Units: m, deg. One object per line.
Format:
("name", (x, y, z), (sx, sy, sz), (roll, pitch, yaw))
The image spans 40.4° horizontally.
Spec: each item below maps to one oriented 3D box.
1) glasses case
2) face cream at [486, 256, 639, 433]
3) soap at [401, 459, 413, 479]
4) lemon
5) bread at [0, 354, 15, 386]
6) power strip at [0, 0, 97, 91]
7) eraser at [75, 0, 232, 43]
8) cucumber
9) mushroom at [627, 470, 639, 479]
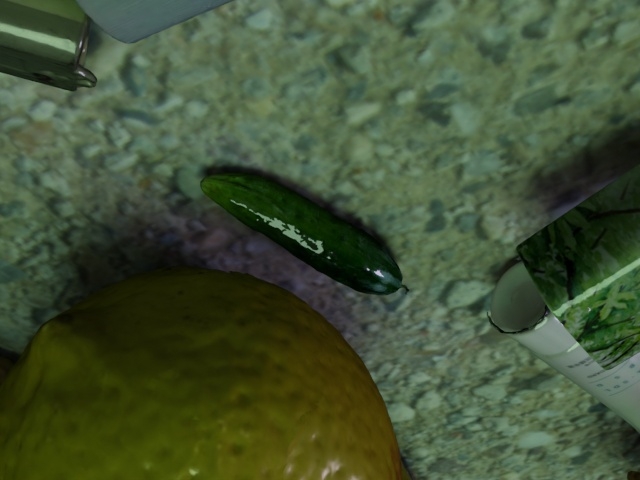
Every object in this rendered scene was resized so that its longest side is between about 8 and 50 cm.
("glasses case", (0.248, -0.031, 0.468), (0.272, 0.062, 0.095), (-37, 127, 17))
("face cream", (0.215, 0.086, 0.630), (0.244, 0.058, 0.092), (30, 115, -33))
("soap", (0.018, 0.274, 0.794), (0.174, 0.089, 0.274), (-15, 133, 15))
("lemon", (-0.073, 0.143, 0.544), (0.268, 0.267, 0.267), (-1, 136, -1))
("bread", (-0.280, 0.187, 0.578), (0.274, 0.274, 0.149), (25, 121, -24))
("power strip", (-0.231, -0.122, 0.389), (0.268, 0.034, 0.092), (14, 176, -15))
("eraser", (-0.018, -0.188, 0.324), (0.227, 0.081, 0.174), (-17, 130, 17))
("cucumber", (0.000, 0.000, 0.548), (0.168, 0.039, 0.039), (30, 128, -26))
("mushroom", (0.370, 0.230, 0.679), (0.283, 0.195, 0.263), (3, 129, -11))
